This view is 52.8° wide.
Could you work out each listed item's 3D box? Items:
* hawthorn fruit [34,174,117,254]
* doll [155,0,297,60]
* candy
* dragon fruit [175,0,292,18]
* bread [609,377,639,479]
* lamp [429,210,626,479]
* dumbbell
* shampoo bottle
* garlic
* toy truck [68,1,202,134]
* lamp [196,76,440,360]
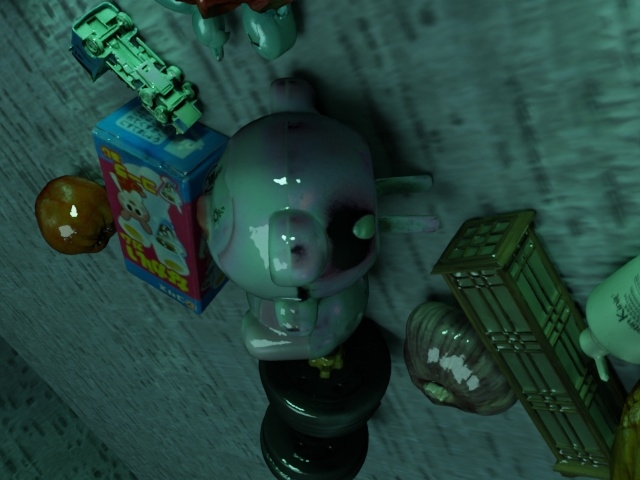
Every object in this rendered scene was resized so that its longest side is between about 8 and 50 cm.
[{"bbox_3d":[-0.410,-0.046,1.078,0.138,0.133,0.132,37,145,11],"label":"hawthorn fruit"},{"bbox_3d":[-0.088,-0.243,0.625,0.158,0.059,0.159,50,142,-11],"label":"doll"},{"bbox_3d":[-0.214,-0.040,0.929,0.157,0.100,0.305,27,142,16],"label":"candy"},{"bbox_3d":[-0.088,-0.278,0.450,0.252,0.241,0.241,49,147,16],"label":"dragon fruit"},{"bbox_3d":[0.349,0.176,0.555,0.143,0.195,0.269,27,162,8],"label":"bread"},{"bbox_3d":[0.243,0.122,0.693,0.089,0.090,0.325,-10,121,48],"label":"lamp"},{"bbox_3d":[-0.001,0.246,0.972,0.185,0.185,0.388,28,142,17],"label":"dumbbell"},{"bbox_3d":[0.307,0.039,0.547,0.085,0.085,0.262,36,145,6],"label":"shampoo bottle"},{"bbox_3d":[0.167,0.151,0.780,0.159,0.102,0.147,52,149,-19],"label":"garlic"},{"bbox_3d":[-0.226,-0.201,0.797,0.175,0.067,0.081,44,151,-11],"label":"toy truck"},{"bbox_3d":[0.000,0.000,0.708,0.248,0.247,0.301,-1,143,3],"label":"lamp"}]
